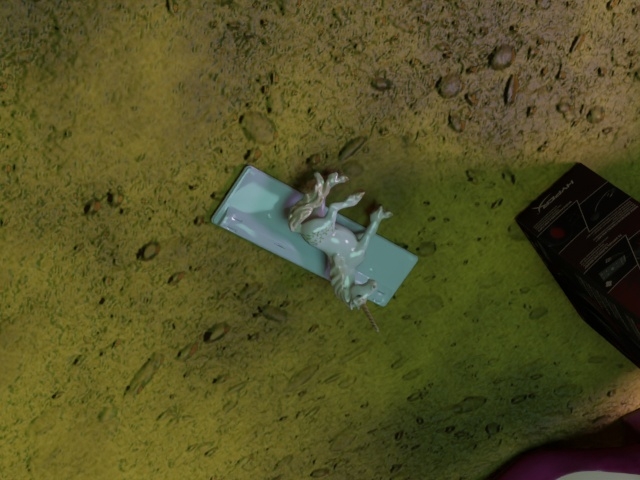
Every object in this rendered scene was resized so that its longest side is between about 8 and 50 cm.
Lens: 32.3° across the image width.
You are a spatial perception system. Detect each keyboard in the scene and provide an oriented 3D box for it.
[{"bbox_3d":[0.000,0.000,1.203,0.256,0.014,0.072,27,97,-35],"label":"keyboard"}]

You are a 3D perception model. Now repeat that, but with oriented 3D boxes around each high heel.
[{"bbox_3d":[0.365,0.352,1.465,0.377,0.181,0.127,-29,125,-9],"label":"high heel"}]

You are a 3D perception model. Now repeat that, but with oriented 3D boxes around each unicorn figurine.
[{"bbox_3d":[0.027,0.002,1.181,0.162,0.060,0.111,37,92,-19],"label":"unicorn figurine"}]

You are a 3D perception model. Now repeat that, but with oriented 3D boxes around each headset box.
[{"bbox_3d":[0.379,0.069,1.248,0.110,0.293,0.218,-41,127,0],"label":"headset box"}]
